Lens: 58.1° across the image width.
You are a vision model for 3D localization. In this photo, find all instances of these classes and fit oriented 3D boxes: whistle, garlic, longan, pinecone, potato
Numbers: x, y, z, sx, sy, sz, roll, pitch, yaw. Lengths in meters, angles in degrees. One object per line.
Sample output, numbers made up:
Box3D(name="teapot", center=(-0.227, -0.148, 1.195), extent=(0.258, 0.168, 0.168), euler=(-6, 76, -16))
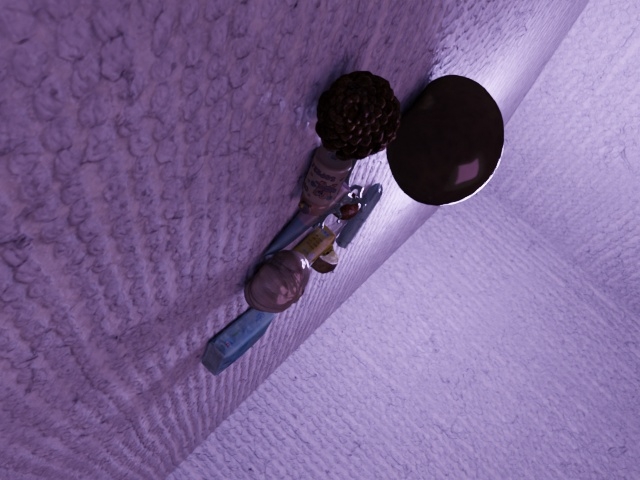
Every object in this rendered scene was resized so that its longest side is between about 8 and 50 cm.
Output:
Box3D(name="whistle", center=(0.150, -0.092, 2.213), extent=(0.062, 0.062, 0.312), euler=(-32, 160, -50))
Box3D(name="garlic", center=(-0.124, 0.132, 1.759), extent=(0.227, 0.152, 0.228), euler=(-39, 173, -6))
Box3D(name="longan", center=(0.389, -0.300, 1.790), extent=(0.404, 0.336, 0.405), euler=(-16, 118, -31))
Box3D(name="pinecone", center=(0.077, -0.263, 1.230), extent=(0.184, 0.179, 0.204), euler=(-25, -176, -1))
Box3D(name="potato", center=(0.019, 0.097, 2.232), extent=(0.100, 0.089, 0.172), euler=(-45, 180, 17))

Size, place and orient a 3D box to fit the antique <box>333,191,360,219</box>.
Box3D(name="antique", center=(0.077, -0.112, 1.826), extent=(0.104, 0.104, 0.104), euler=(-45, 167, -13))

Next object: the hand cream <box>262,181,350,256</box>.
Box3D(name="hand cream", center=(-0.044, -0.057, 1.675), extent=(0.312, 0.070, 0.111), euler=(-46, 172, 17))

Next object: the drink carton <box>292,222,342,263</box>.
Box3D(name="drink carton", center=(0.000, 0.000, 1.941), extent=(0.200, 0.084, 0.074), euler=(-43, 166, -10))

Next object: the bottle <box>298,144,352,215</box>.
Box3D(name="bottle", center=(0.001, -0.143, 1.486), extent=(0.110, 0.097, 0.209), euler=(-38, 164, -36))

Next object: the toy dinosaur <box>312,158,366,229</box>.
Box3D(name="toy dinosaur", center=(0.103, -0.159, 1.705), extent=(0.383, 0.129, 0.076), euler=(-55, 172, 25))

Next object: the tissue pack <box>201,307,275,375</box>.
Box3D(name="tissue pack", center=(-0.284, 0.342, 2.025), extent=(0.263, 0.089, 0.177), euler=(-36, 165, -39))

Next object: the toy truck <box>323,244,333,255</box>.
Box3D(name="toy truck", center=(0.006, 0.014, 2.001), extent=(0.054, 0.083, 0.049), euler=(-45, 167, -12))
